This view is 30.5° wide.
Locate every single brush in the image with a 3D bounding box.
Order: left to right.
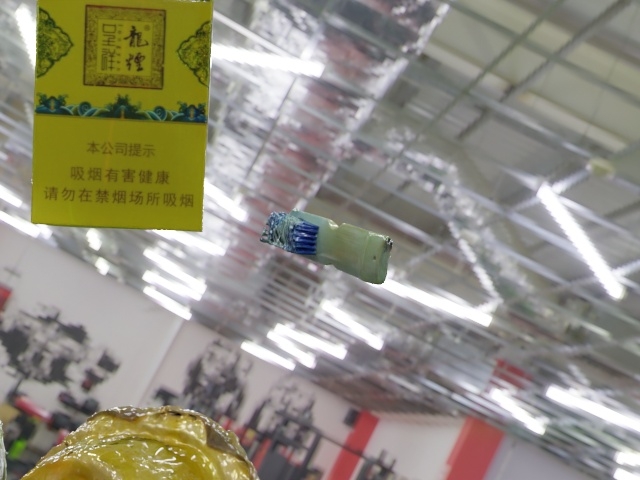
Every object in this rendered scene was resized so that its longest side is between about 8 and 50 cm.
[{"bbox_3d":[0.001,0.000,0.792,0.030,0.033,0.178,14,2,-22],"label":"brush"}]

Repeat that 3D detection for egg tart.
[{"bbox_3d":[-0.170,0.259,0.937,0.288,0.288,0.118,20,-9,33],"label":"egg tart"}]

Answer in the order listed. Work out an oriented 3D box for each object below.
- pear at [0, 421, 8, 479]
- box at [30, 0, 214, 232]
[{"bbox_3d":[-0.378,0.234,1.115,0.164,0.238,0.255,-6,-35,-14],"label":"pear"},{"bbox_3d":[-0.173,-0.149,1.033,0.153,0.279,0.041,3,9,-6],"label":"box"}]
